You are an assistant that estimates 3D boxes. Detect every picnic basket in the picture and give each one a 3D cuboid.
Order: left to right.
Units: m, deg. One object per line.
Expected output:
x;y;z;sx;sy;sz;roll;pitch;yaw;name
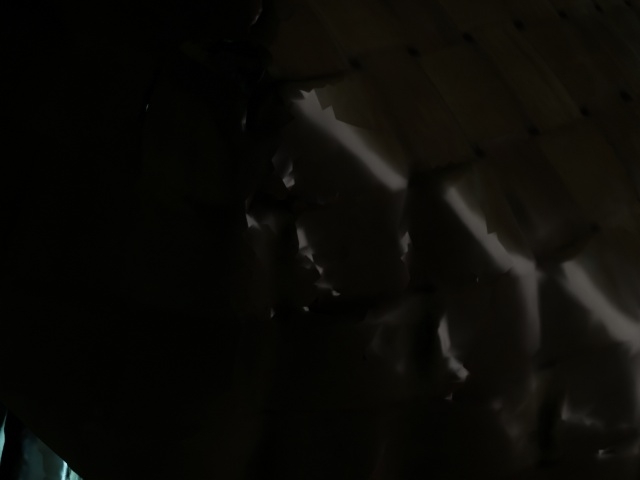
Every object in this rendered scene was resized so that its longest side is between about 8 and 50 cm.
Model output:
-0.023;0.023;0.562;0.337;0.337;0.293;93;-3;-47;picnic basket
